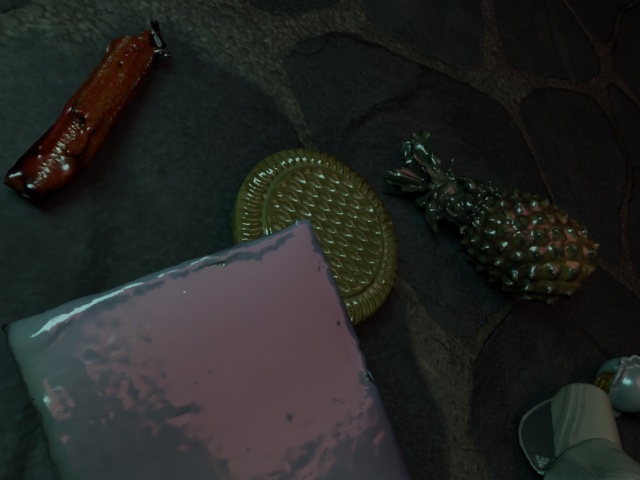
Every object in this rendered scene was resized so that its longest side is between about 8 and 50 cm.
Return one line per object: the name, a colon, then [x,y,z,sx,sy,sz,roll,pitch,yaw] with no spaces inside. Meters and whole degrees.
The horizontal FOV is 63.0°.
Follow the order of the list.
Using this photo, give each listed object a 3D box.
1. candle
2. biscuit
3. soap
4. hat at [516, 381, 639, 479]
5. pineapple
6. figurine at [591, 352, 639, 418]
candle: [-0.243,-0.158,0.580,0.059,0.084,0.301,60,33,-43]
biscuit: [0.000,0.000,0.675,0.259,0.079,0.259,15,62,-30]
soap: [-0.090,0.161,0.479,0.285,0.107,0.296,-18,84,-24]
hat: [0.427,0.357,0.790,0.232,0.161,0.275,38,50,-23]
pineapple: [0.271,-0.039,0.851,0.361,0.175,0.175,38,52,0]
figurine: [0.600,0.275,0.965,0.271,0.143,0.143,3,69,-37]
